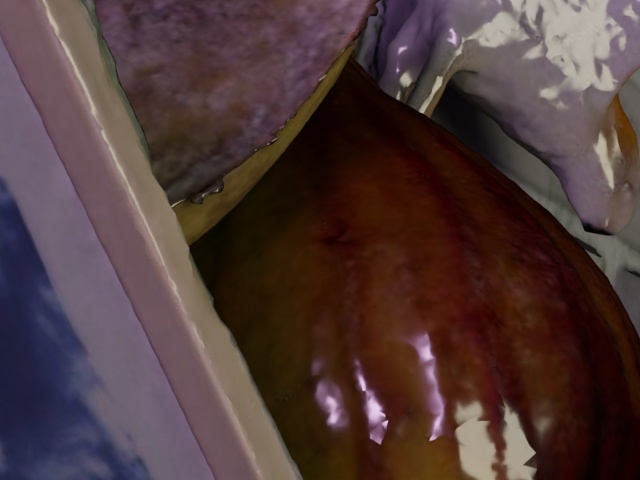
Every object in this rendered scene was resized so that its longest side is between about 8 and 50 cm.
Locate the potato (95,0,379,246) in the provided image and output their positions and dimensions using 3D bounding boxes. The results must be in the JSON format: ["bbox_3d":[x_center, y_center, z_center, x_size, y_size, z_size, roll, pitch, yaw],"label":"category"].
[{"bbox_3d":[-0.073,-0.023,0.564,0.261,0.120,0.100,-32,152,-21],"label":"potato"}]

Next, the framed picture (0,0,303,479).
[{"bbox_3d":[-0.116,0.048,0.469,0.024,0.232,0.315,-50,122,-53],"label":"framed picture"}]

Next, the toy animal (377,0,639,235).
[{"bbox_3d":[0.078,-0.156,0.761,0.284,0.225,0.302,32,76,-20],"label":"toy animal"}]

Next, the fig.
[{"bbox_3d":[0.000,0.000,0.645,0.217,0.217,0.321,4,64,-46],"label":"fig"}]
